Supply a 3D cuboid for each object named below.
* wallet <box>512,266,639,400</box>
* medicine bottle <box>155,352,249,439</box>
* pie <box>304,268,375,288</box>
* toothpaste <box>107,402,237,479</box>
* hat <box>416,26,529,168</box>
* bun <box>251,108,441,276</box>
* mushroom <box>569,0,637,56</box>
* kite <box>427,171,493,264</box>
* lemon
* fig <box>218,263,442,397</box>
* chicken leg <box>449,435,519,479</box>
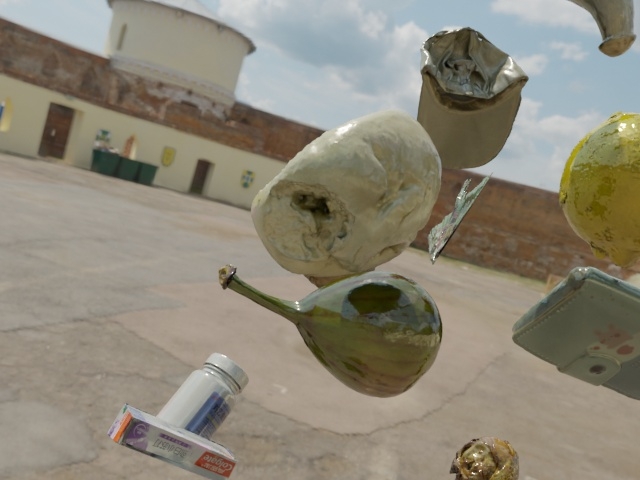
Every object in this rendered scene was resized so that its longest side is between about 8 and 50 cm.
[{"bbox_3d":[0.565,0.190,1.212,0.361,0.252,0.083,23,41,-11],"label":"wallet"},{"bbox_3d":[-0.219,0.303,1.147,0.103,0.186,0.102,26,-34,19],"label":"medicine bottle"},{"bbox_3d":[0.000,0.000,0.995,0.195,0.195,0.046,16,39,20],"label":"pie"},{"bbox_3d":[-0.198,0.283,0.871,0.040,0.047,0.196,10,-23,49],"label":"toothpaste"},{"bbox_3d":[0.263,-0.274,1.231,0.214,0.244,0.149,4,41,-15],"label":"hat"},{"bbox_3d":[0.033,-0.034,0.624,0.193,0.178,0.127,-24,76,-48],"label":"bun"},{"bbox_3d":[0.468,-0.438,1.100,0.103,0.118,0.270,-6,53,-25],"label":"mushroom"},{"bbox_3d":[0.301,-0.048,1.462,0.013,0.267,0.323,31,-29,-2],"label":"kite"},{"bbox_3d":[0.402,-0.067,0.816,0.174,0.206,0.173,15,0,0],"label":"lemon"},{"bbox_3d":[0.006,0.102,0.735,0.260,0.151,0.151,6,4,-7],"label":"fig"},{"bbox_3d":[0.261,0.402,0.999,0.107,0.251,0.087,-22,42,-13],"label":"chicken leg"}]
